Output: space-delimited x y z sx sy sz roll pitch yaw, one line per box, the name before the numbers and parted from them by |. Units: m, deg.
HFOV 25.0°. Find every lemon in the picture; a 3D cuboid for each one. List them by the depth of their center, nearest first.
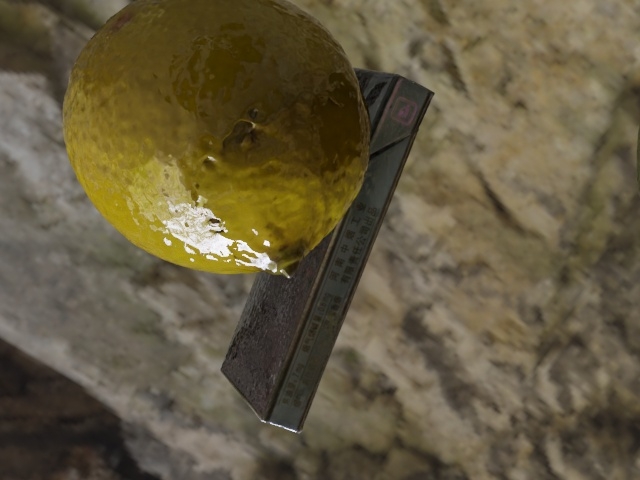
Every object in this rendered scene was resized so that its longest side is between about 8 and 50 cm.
lemon | -0.088 -0.091 1.143 0.253 0.228 0.228 26 -101 24

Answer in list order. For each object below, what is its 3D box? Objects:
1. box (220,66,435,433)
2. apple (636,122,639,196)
box | 0.000 -0.001 1.335 0.325 0.047 0.180 -69 -162 3
apple | 0.395 -0.146 1.242 0.311 0.320 0.360 30 -62 29
